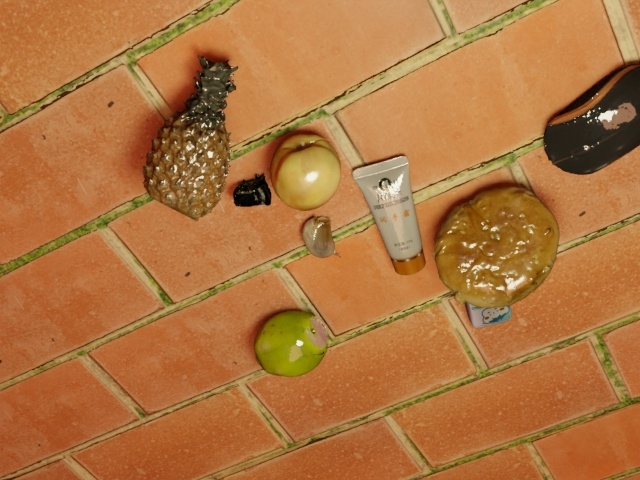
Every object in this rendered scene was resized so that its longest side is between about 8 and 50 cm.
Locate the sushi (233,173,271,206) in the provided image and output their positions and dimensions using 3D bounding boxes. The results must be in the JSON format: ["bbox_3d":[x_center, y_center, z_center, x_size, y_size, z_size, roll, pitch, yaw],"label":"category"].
[{"bbox_3d":[-0.168,-0.118,1.987,0.083,0.085,0.056,-19,122,12],"label":"sushi"}]

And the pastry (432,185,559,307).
[{"bbox_3d":[0.434,0.021,2.003,0.315,0.184,0.284,-41,76,4],"label":"pastry"}]

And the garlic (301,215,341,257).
[{"bbox_3d":[-0.001,0.005,2.086,0.084,0.066,0.152,-11,122,5],"label":"garlic"}]

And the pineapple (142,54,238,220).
[{"bbox_3d":[-0.279,-0.243,1.841,0.202,0.202,0.362,17,116,-12],"label":"pineapple"}]

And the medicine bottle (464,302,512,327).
[{"bbox_3d":[0.440,0.135,2.164,0.119,0.094,0.188,-14,124,7],"label":"medicine bottle"}]

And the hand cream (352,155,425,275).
[{"bbox_3d":[0.194,-0.064,2.037,0.139,0.089,0.314,-18,116,10],"label":"hand cream"}]

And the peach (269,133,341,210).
[{"bbox_3d":[-0.036,-0.157,1.907,0.184,0.184,0.184,0,125,0],"label":"peach"}]

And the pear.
[{"bbox_3d":[-0.092,0.290,2.227,0.219,0.187,0.187,-19,124,28],"label":"pear"}]

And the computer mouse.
[{"bbox_3d":[0.669,-0.274,1.868,0.323,0.116,0.183,-39,112,25],"label":"computer mouse"}]
